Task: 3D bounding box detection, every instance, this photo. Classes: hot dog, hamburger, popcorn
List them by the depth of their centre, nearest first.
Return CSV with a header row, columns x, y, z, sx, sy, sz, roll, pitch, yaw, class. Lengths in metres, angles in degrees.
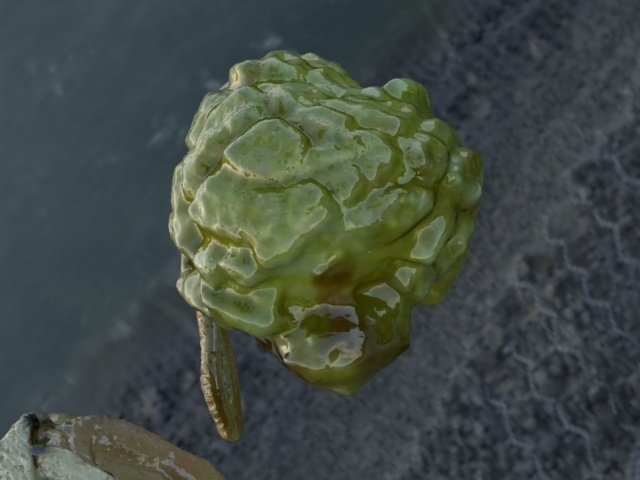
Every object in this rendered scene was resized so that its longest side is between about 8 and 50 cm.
x,y,z,sx,sy,sz,roll,pitch,yaw,class
0.000,0.000,1.062,0.206,0.251,0.237,11,31,4,popcorn
-0.181,0.219,1.294,0.135,0.208,0.155,-55,9,20,hamburger
-0.094,0.118,1.413,0.028,0.137,0.044,-5,15,13,hot dog
